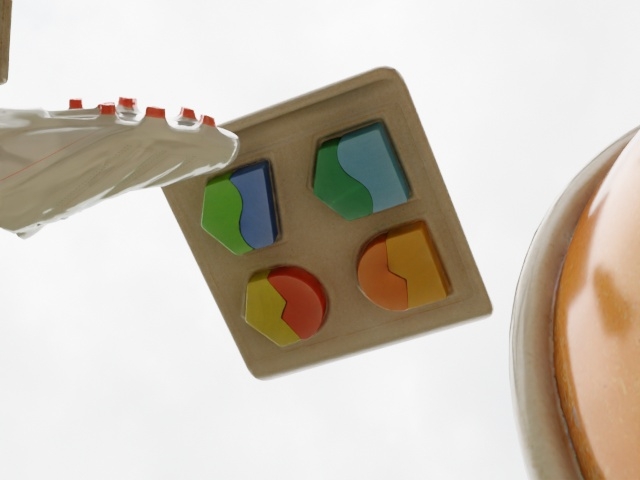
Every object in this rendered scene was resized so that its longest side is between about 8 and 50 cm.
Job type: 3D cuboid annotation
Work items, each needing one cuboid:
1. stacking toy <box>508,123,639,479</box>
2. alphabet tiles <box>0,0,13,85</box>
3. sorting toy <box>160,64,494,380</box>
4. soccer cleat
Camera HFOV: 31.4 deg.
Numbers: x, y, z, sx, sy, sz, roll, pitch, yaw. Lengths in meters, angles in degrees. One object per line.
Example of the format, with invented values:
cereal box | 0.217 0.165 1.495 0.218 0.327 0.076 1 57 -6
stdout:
stacking toy | 0.254 -0.061 0.267 0.350 0.351 0.480 -10 -39 -13
alphabet tiles | -0.216 -0.223 0.578 0.011 0.285 0.343 23 -118 -58
sorting toy | 0.000 0.000 0.801 0.193 0.038 0.208 -18 -66 17
soccer cleat | -0.139 -0.039 0.621 0.196 0.068 0.076 -2 -77 -25
